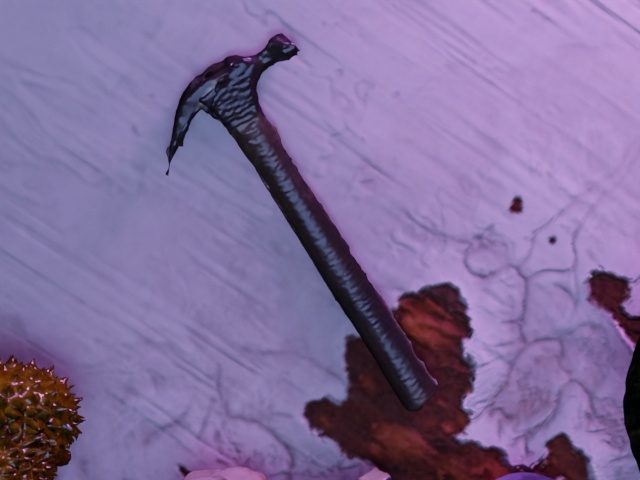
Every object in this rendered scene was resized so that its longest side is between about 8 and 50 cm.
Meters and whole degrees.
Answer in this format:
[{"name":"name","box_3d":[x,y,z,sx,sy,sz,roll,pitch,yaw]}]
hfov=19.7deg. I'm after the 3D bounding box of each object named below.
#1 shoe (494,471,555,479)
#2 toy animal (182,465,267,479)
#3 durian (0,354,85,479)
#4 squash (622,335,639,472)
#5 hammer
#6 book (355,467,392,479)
[{"name":"shoe","box_3d":[0.161,0.289,1.392,0.138,0.095,0.245,-20,107,22]},{"name":"toy animal","box_3d":[-0.080,0.269,1.355,0.185,0.104,0.184,-52,120,-24]},{"name":"durian","box_3d":[-0.254,0.158,1.305,0.168,0.137,0.158,3,91,-12]},{"name":"squash","box_3d":[0.317,0.121,1.276,0.218,0.218,0.172,16,145,-8]},{"name":"hammer","box_3d":[0.000,0.000,1.305,0.125,0.027,0.297,-31,110,9]},{"name":"book","box_3d":[-0.035,0.307,1.330,0.269,0.025,0.191,-30,123,-34]}]
